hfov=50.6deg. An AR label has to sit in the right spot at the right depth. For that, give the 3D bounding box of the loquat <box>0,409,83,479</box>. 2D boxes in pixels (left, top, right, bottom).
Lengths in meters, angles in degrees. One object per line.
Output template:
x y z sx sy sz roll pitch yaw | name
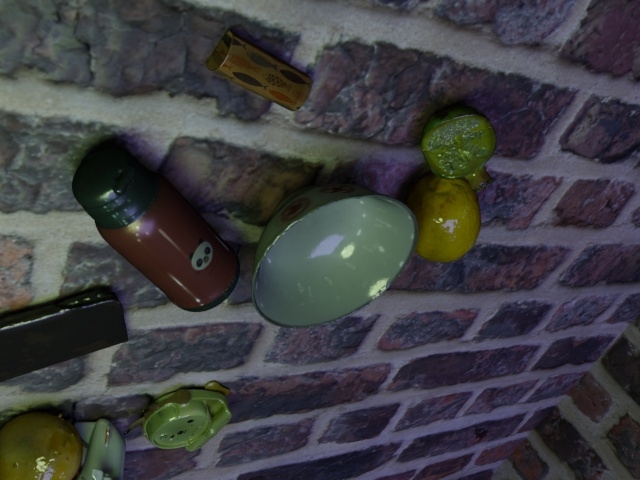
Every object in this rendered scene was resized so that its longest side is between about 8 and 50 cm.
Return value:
-0.560 0.431 1.329 0.172 0.205 0.149 15 159 -4 | loquat

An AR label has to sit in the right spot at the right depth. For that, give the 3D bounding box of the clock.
-0.332 0.412 1.547 0.232 0.069 0.170 20 122 -44 | clock

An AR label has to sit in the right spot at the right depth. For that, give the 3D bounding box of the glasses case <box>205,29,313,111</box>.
-0.088 -0.254 1.041 0.170 0.041 0.065 18 118 -45 | glasses case

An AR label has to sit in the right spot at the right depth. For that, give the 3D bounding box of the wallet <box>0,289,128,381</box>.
-0.505 0.177 1.203 0.309 0.042 0.165 -16 141 -20 | wallet

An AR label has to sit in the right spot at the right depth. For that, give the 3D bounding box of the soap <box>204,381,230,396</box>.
-0.244 0.355 1.603 0.034 0.012 0.089 -35 142 5 | soap

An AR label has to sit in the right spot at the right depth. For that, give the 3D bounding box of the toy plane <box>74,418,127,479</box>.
-0.469 0.501 1.426 0.117 0.245 0.245 6 129 -19 | toy plane

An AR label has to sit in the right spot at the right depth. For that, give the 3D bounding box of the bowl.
0.000 0.000 1.281 0.337 0.157 0.337 -19 139 -17 | bowl

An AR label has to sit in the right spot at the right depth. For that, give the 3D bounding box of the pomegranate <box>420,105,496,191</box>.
0.272 -0.178 1.305 0.143 0.122 0.169 -35 102 8 | pomegranate

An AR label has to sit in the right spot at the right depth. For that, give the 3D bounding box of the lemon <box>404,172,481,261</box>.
0.251 -0.048 1.406 0.170 0.170 0.207 -27 140 -9 | lemon

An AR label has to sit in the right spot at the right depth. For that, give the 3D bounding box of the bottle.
-0.260 -0.019 1.091 0.144 0.144 0.336 -33 141 -1 | bottle

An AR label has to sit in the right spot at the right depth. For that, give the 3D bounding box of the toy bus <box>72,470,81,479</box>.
-0.579 0.596 1.509 0.143 0.153 0.329 -26 142 -10 | toy bus
